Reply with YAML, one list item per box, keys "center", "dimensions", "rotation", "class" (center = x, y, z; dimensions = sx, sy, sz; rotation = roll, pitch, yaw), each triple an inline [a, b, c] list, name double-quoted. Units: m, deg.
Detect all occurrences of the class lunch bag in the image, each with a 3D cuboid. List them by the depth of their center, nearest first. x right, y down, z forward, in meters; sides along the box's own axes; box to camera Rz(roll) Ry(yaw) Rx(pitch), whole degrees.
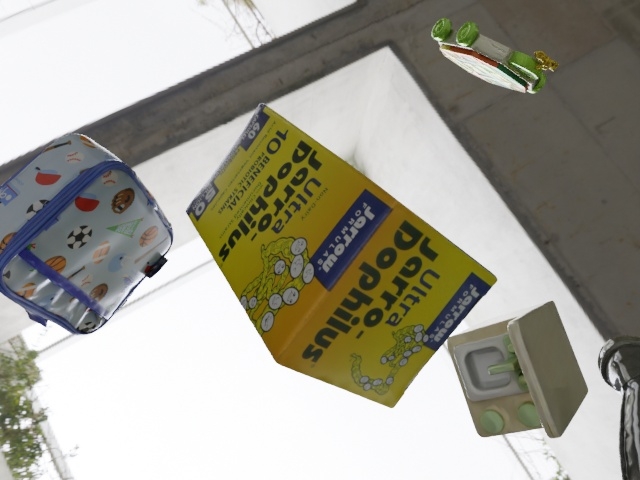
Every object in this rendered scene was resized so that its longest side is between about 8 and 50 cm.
- center: [-0.345, 0.012, 0.786]
  dimensions: [0.115, 0.303, 0.243]
  rotation: [32, -110, 17]
  class: "lunch bag"

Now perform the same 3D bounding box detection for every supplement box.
- center: [0.000, 0.000, 0.681]
  dimensions: [0.194, 0.195, 0.356]
  rotation: [-53, -142, 7]
  class: "supplement box"

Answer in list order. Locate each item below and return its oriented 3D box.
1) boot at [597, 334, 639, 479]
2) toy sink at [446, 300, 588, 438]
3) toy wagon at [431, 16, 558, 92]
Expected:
- center: [0.293, 0.143, 0.373]
  dimensions: [0.189, 0.208, 0.076]
  rotation: [5, -78, 16]
  class: "boot"
- center: [0.281, 0.190, 0.795]
  dimensions: [0.131, 0.234, 0.153]
  rotation: [-24, -101, 32]
  class: "toy sink"
- center: [0.431, -0.442, 1.330]
  dimensions: [0.267, 0.344, 0.068]
  rotation: [21, -73, -27]
  class: "toy wagon"
